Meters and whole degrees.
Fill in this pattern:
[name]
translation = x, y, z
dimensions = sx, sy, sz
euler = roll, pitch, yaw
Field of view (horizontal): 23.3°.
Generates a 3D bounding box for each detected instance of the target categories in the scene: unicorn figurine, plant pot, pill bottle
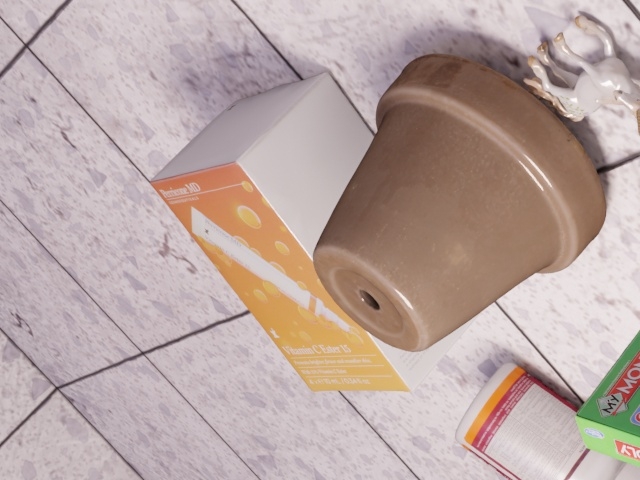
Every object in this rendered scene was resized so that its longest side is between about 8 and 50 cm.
[unicorn figurine]
translation = 0.251, -0.146, 1.425
dimensions = 0.111, 0.060, 0.162
euler = 48, 172, -3
[plant pot]
translation = 0.117, -0.019, 1.557
dimensions = 0.263, 0.229, 0.263
euler = 37, 158, 18
[pill bottle]
translation = 0.282, 0.255, 1.868
dimensions = 0.221, 0.121, 0.121
euler = 35, 151, 15

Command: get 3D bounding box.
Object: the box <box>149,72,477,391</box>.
[box]
translation = 0.000, 0.000, 1.833
dimensions = 0.345, 0.168, 0.215
euler = 53, 151, -17

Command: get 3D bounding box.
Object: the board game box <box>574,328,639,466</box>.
[board game box]
translation = 0.383, 0.076, 1.273
dimensions = 0.213, 0.317, 0.046
euler = 16, 143, 42
